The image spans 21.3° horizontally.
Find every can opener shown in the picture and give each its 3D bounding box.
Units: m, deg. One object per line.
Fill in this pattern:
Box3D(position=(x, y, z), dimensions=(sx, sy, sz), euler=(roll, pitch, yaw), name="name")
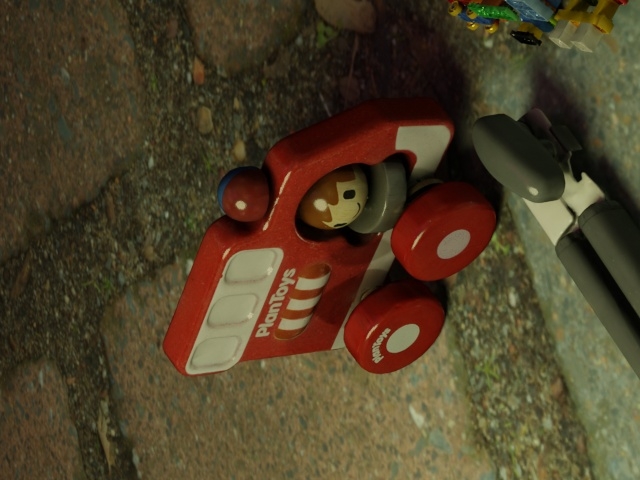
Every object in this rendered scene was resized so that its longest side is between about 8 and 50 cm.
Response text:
Box3D(position=(0.217, 0.006, 1.441), dimensions=(0.283, 0.095, 0.076), euler=(60, 139, 28), name="can opener")

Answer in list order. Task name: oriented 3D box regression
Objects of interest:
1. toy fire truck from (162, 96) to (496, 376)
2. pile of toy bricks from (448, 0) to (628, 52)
Box3D(position=(0.000, 0.000, 1.600), dimensions=(0.169, 0.254, 0.302), euler=(53, 134, 34), name="toy fire truck")
Box3D(position=(0.173, -0.240, 1.472), dimensions=(0.105, 0.118, 0.212), euler=(-60, 30, -4), name="pile of toy bricks")
